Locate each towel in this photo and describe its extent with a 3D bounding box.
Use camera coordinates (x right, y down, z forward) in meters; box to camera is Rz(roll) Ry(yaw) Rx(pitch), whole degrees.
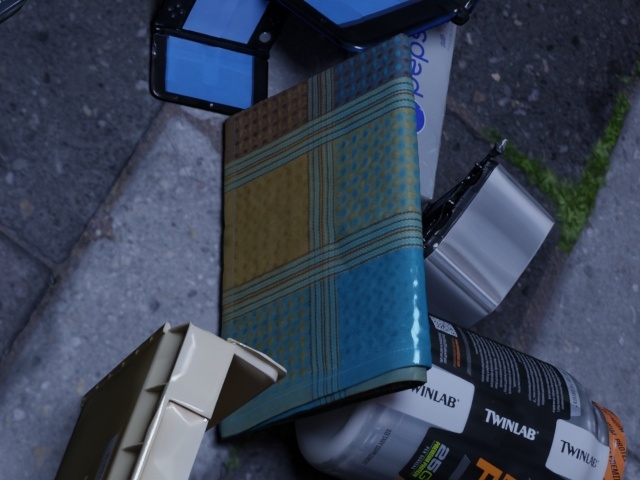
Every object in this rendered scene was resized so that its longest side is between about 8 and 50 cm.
[{"bbox_3d":[0.000,0.000,1.776,0.040,0.271,0.370,23,57,-42],"label":"towel"}]

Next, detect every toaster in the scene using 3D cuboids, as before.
[{"bbox_3d":[0.152,0.012,1.916,0.110,0.186,0.168,42,53,-5],"label":"toaster"}]

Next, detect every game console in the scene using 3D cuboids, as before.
[{"bbox_3d":[-0.105,-0.214,1.913,0.144,0.124,0.085,11,38,-29],"label":"game console"},{"bbox_3d":[0.045,-0.363,1.939,0.293,0.250,0.173,39,13,28],"label":"game console"}]

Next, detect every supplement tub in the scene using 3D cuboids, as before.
[{"bbox_3d":[0.150,0.194,1.830,0.316,0.193,0.193,23,60,-22],"label":"supplement tub"}]

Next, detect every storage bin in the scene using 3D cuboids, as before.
[{"bbox_3d":[-0.161,0.236,1.578,0.123,0.260,0.262,28,58,-15],"label":"storage bin"}]

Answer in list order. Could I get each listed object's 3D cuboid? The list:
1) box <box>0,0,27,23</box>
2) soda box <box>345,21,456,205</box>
[{"bbox_3d":[-0.421,-0.256,1.748,0.175,0.051,0.220,51,52,-4],"label":"box"},{"bbox_3d":[0.082,-0.169,2.005,0.098,0.091,0.286,22,60,-23],"label":"soda box"}]
